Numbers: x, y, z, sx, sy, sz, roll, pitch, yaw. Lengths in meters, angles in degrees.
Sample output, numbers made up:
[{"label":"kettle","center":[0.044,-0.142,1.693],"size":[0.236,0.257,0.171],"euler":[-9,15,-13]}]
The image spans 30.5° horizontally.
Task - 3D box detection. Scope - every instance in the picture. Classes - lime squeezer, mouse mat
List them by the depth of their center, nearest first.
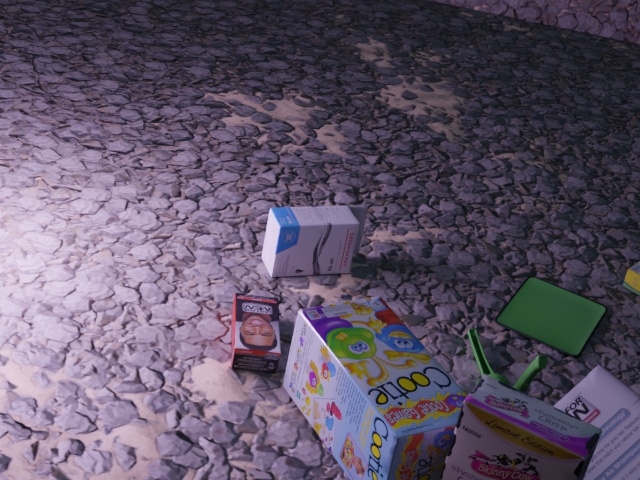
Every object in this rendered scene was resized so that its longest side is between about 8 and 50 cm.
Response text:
[{"label":"lime squeezer","center":[0.264,0.205,1.751],"size":[0.059,0.110,0.310],"euler":[-14,5,-9]},{"label":"mouse mat","center":[0.394,0.127,1.998],"size":[0.152,0.007,0.189],"euler":[24,32,19]}]

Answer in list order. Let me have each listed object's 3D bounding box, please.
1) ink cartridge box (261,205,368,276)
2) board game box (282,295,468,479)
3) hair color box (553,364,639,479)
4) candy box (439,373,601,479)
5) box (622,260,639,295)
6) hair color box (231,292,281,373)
[{"label":"ink cartridge box","center":[0.000,0.000,1.979],"size":[0.180,0.104,0.060],"euler":[-3,34,-21]},{"label":"board game box","center":[0.081,0.220,1.617],"size":[0.142,0.144,0.275],"euler":[-8,37,-29]},{"label":"hair color box","center":[0.429,0.348,1.486],"size":[0.185,0.113,0.374],"euler":[-38,51,-14]},{"label":"candy box","center":[0.232,0.301,1.449],"size":[0.159,0.233,0.071],"euler":[24,33,20]},{"label":"box","center":[0.646,0.092,2.103],"size":[0.179,0.043,0.105],"euler":[30,35,31]},{"label":"hair color box","center":[-0.099,0.139,1.783],"size":[0.072,0.043,0.141],"euler":[7,32,-9]}]
